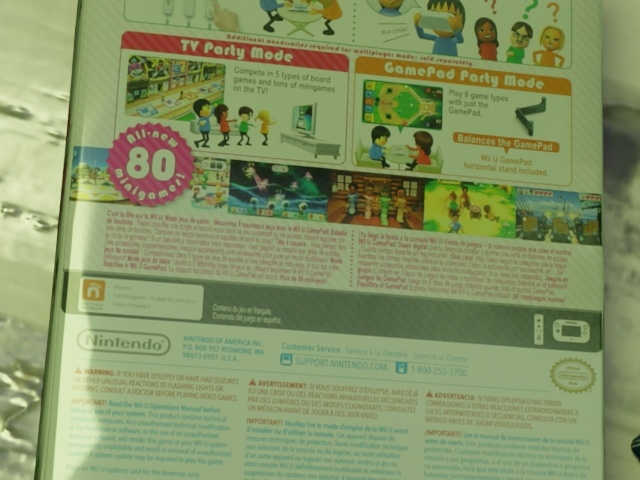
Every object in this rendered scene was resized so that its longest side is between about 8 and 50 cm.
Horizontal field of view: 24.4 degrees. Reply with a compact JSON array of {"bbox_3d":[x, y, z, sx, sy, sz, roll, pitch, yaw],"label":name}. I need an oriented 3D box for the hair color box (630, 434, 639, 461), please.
[{"bbox_3d":[0.335,0.061,0.668,0.347,0.105,0.174,-33,84,-16],"label":"hair color box"}]

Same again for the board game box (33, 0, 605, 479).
[{"bbox_3d":[0.000,0.000,0.632,0.224,0.097,0.303,6,76,-9],"label":"board game box"}]
